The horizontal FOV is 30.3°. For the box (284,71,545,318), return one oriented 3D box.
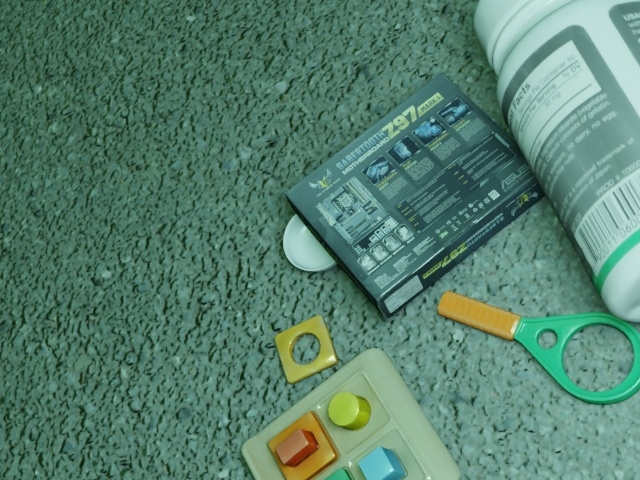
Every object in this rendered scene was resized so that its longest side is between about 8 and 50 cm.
[{"bbox_3d":[0.105,-0.053,1.307,0.233,0.059,0.183,-38,59,-5],"label":"box"}]

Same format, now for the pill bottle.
[{"bbox_3d":[0.301,-0.117,1.174,0.204,0.204,0.361,-28,61,12],"label":"pill bottle"}]

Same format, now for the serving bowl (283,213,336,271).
[{"bbox_3d":[0.000,0.000,1.369,0.083,0.027,0.083,-10,66,22],"label":"serving bowl"}]

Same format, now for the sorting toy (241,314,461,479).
[{"bbox_3d":[0.023,0.230,1.253,0.196,0.047,0.347,-37,59,7],"label":"sorting toy"}]

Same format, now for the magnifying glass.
[{"bbox_3d":[0.228,0.101,1.227,0.231,0.026,0.092,20,79,28],"label":"magnifying glass"}]
